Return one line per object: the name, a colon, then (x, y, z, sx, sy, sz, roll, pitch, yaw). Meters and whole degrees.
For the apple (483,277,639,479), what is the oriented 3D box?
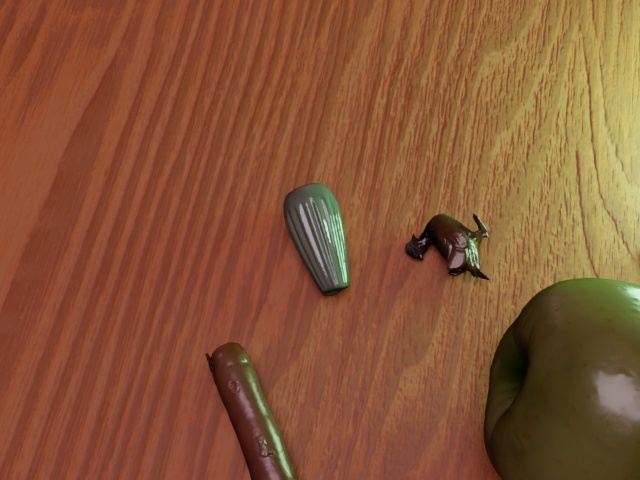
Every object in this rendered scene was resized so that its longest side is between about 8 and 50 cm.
apple: (0.517, 0.294, 1.249, 0.474, 0.473, 0.473, -2, 66, 4)

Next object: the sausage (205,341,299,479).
sausage: (-0.124, 0.398, 1.441, 0.094, 0.094, 0.419, -32, 66, 14)

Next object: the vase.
vase: (0.000, 0.000, 1.598, 0.128, 0.128, 0.248, -17, 74, -2)

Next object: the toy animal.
toy animal: (0.291, 0.025, 1.583, 0.179, 0.089, 0.188, -28, 65, 7)
